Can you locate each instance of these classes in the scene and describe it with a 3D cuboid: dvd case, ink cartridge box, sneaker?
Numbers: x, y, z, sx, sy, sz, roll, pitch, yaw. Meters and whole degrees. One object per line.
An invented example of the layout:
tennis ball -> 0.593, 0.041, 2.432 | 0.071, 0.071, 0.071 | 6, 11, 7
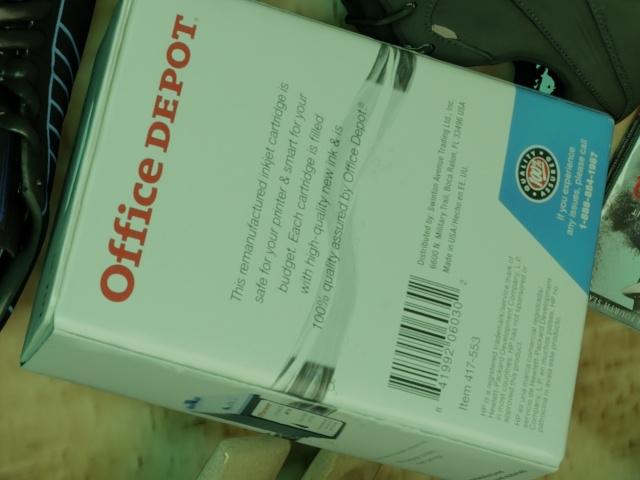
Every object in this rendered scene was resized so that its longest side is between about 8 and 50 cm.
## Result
dvd case -> 0.164, -0.015, 0.784 | 0.087, 0.013, 0.119 | 25, 96, -26
ink cartridge box -> 0.000, 0.000, 0.642 | 0.190, 0.082, 0.140 | 16, 71, -13
sneaker -> -0.120, -0.054, 0.619 | 0.081, 0.090, 0.232 | 9, 102, -23
sneaker -> 0.038, -0.134, 0.654 | 0.286, 0.109, 0.130 | 35, 101, -22

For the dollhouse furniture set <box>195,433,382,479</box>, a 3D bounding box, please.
dollhouse furniture set -> 0.096, 0.170, 0.678 | 0.259, 0.262, 0.135 | 2, 126, -53
